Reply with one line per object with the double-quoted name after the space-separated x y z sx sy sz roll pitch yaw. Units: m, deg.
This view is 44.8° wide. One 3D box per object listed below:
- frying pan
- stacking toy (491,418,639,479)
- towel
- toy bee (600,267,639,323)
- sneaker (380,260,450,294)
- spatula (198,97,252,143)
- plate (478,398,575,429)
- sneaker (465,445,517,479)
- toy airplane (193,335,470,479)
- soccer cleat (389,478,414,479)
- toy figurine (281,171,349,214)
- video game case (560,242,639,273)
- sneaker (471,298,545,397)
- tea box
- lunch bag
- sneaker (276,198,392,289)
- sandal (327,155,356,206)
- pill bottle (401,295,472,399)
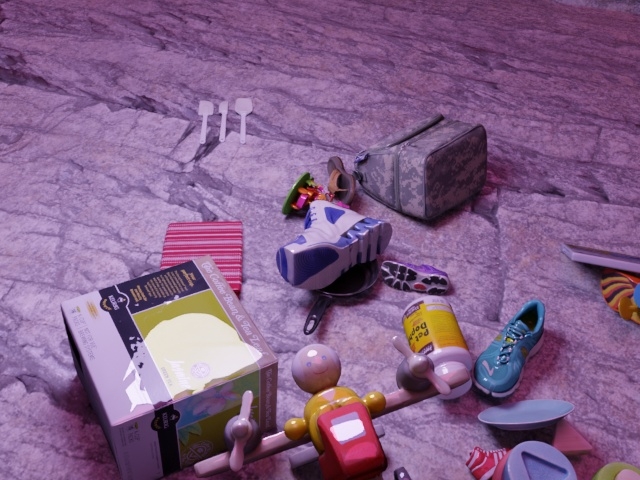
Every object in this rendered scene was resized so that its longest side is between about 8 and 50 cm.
0.048 0.113 1.825 0.197 0.053 0.326 -1 41 -5 "frying pan"
0.488 0.443 1.391 0.309 0.130 0.279 37 49 20 "stacking toy"
-0.289 0.047 1.897 0.199 0.031 0.275 -1 39 -3 "towel"
0.753 0.169 1.756 0.195 0.162 0.298 10 8 -15 "toy bee"
0.228 0.085 1.880 0.170 0.068 0.071 15 26 0 "sneaker"
-0.293 -0.369 2.382 0.168 0.019 0.242 0 41 -5 "spatula"
0.407 0.347 1.534 0.188 0.024 0.188 -9 0 0 "plate"
0.334 0.417 1.506 0.118 0.042 0.067 -27 53 -28 "sneaker"
0.025 0.307 1.351 0.384 0.272 0.386 -19 0 38 "toy airplane"
0.041 0.506 1.352 0.331 0.116 0.143 -18 2 -3 "soccer cleat"
0.007 -0.090 2.040 0.159 0.130 0.173 31 22 10 "toy figurine"
0.708 0.047 1.902 0.212 0.023 0.193 11 8 8 "video game case"
0.410 0.227 1.681 0.107 0.110 0.275 25 46 22 "sneaker"
-0.293 0.245 1.523 0.323 0.220 0.329 -18 46 -22 "tea box"
0.269 -0.212 2.114 0.305 0.212 0.256 -31 35 -34 "lunch bag"
0.001 0.000 1.850 0.315 0.127 0.182 -21 39 -38 "sneaker"
0.044 -0.162 2.112 0.060 0.090 0.219 1 37 -19 "sandal"
0.252 0.229 1.660 0.117 0.117 0.215 -4 41 -9 "pill bottle"
